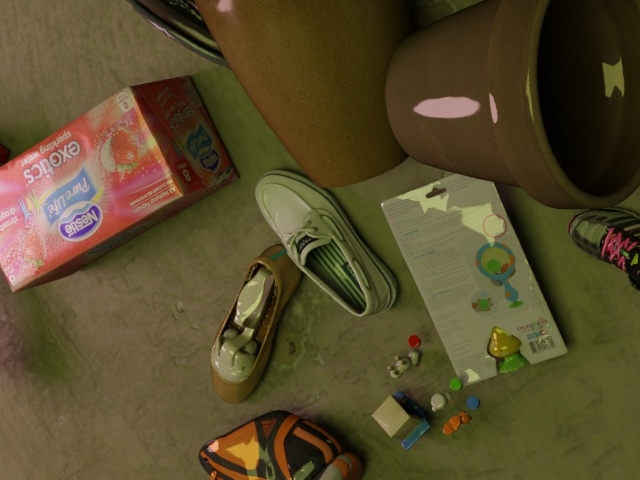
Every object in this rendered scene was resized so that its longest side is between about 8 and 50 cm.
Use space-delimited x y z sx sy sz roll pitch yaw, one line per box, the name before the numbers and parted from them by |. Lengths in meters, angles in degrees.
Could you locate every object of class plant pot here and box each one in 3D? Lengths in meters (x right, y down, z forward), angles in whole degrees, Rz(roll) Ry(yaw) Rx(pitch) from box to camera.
plant pot | 0.201 -0.161 1.621 0.229 0.263 0.263 0 101 42
plant pot | 0.010 -0.197 1.725 0.237 0.237 0.254 -11 109 28

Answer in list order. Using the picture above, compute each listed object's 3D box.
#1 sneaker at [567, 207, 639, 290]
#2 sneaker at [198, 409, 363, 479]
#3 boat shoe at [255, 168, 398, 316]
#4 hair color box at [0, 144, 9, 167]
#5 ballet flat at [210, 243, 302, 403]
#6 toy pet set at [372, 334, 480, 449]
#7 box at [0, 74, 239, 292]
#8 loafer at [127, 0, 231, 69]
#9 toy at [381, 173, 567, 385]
sneaker | 0.343 0.014 1.666 0.170 0.075 0.063 27 111 20
sneaker | -0.090 0.352 1.943 0.180 0.124 0.321 36 103 21
boat shoe | 0.000 0.000 1.836 0.226 0.076 0.083 42 115 14
hair color box | -0.494 -0.123 2.080 0.141 0.043 0.072 32 114 18
ballet flat | -0.095 0.108 1.908 0.080 0.073 0.232 29 112 19
toy pet set | 0.126 0.194 1.823 0.114 0.065 0.122 -48 60 11
box | -0.276 -0.069 1.924 0.300 0.142 0.154 -27 89 29
loafer | -0.177 -0.308 1.850 0.302 0.109 0.095 35 110 20
toy | 0.181 0.037 1.765 0.137 0.056 0.237 -21 96 25
